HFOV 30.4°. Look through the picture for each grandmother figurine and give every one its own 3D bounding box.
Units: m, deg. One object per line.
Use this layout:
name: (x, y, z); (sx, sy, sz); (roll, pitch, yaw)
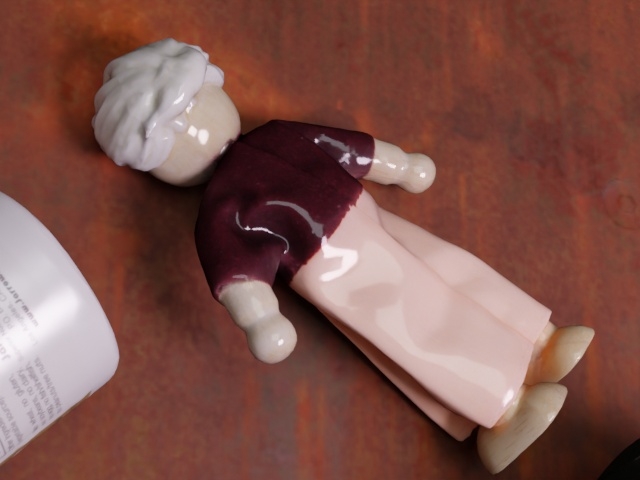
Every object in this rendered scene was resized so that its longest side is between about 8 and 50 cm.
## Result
grandmother figurine: (0.000, 0.000, 0.730); (0.342, 0.104, 0.208); (39, 36, 1)

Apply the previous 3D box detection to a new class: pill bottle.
pill bottle: (-0.229, 0.084, 0.594); (0.229, 0.131, 0.131); (-38, 86, -26)

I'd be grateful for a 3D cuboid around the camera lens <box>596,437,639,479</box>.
camera lens: (0.280, 0.238, 0.664); (0.274, 0.219, 0.219); (23, 65, -10)
